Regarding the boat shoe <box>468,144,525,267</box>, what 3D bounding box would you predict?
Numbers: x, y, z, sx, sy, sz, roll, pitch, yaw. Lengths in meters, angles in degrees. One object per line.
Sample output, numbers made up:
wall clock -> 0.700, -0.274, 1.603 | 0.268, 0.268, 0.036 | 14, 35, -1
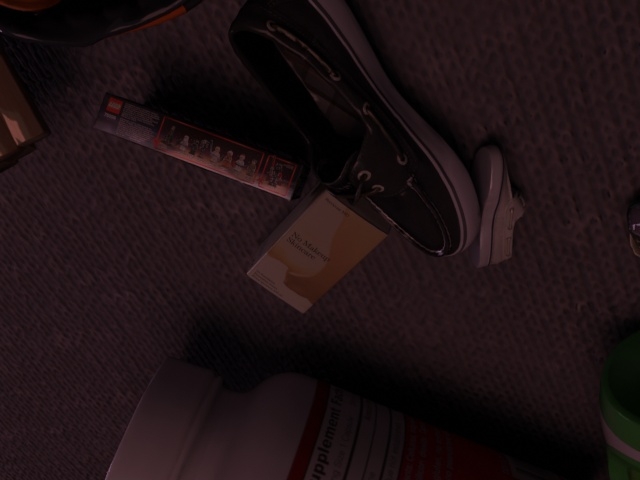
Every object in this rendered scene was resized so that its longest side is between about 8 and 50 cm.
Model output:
boat shoe -> 0.126, -0.024, 0.582 | 0.035, 0.035, 0.100 | -10, 125, -9

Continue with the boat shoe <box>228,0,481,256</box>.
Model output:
boat shoe -> 0.022, -0.065, 0.535 | 0.080, 0.076, 0.228 | -3, 129, 49

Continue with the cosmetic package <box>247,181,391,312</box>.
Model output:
cosmetic package -> 0.000, 0.000, 0.632 | 0.060, 0.041, 0.115 | 34, 130, -11

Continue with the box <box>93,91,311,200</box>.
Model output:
box -> -0.076, -0.063, 0.573 | 0.137, 0.094, 0.027 | 21, 94, 1

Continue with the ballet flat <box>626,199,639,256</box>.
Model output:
ballet flat -> 0.241, 0.015, 0.576 | 0.041, 0.041, 0.114 | -17, 121, 29

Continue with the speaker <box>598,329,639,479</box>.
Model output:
speaker -> 0.306, 0.204, 0.647 | 0.131, 0.131, 0.296 | -10, 124, 25

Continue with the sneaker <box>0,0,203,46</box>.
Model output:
sneaker -> -0.177, -0.197, 0.435 | 0.321, 0.180, 0.124 | 9, 130, 11

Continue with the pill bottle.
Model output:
pill bottle -> 0.025, 0.253, 0.709 | 0.408, 0.229, 0.229 | 21, 131, 0

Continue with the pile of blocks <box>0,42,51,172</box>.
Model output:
pile of blocks -> -0.343, -0.165, 0.581 | 0.362, 0.112, 0.149 | 37, 90, -5
